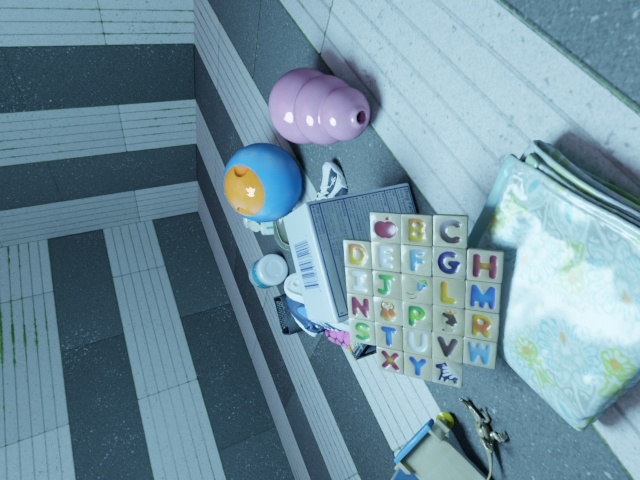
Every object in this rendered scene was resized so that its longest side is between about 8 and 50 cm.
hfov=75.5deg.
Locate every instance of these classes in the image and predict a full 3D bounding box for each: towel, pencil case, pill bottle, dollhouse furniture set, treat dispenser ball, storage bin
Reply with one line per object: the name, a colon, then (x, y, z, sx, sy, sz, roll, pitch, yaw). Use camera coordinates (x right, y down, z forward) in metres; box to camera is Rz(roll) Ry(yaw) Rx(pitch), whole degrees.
towel: (0.369, 0.074, 0.656, 0.321, 0.090, 0.375, 54, 148, 41)
pencil case: (0.090, 0.309, 1.383, 0.209, 0.095, 0.098, -2, 86, 63)
pill bottle: (-0.258, 0.153, 1.979, 0.264, 0.146, 0.146, -27, 78, 66)
dollhouse furniture set: (0.333, 0.615, 1.046, 0.286, 0.198, 0.303, 40, 109, 22)
treat dispenser ball: (-0.210, -0.211, 1.519, 0.288, 0.288, 0.288, 41, 138, 52)
storage bin: (-0.142, 0.334, 1.897, 0.122, 0.084, 0.180, -24, 81, 65)

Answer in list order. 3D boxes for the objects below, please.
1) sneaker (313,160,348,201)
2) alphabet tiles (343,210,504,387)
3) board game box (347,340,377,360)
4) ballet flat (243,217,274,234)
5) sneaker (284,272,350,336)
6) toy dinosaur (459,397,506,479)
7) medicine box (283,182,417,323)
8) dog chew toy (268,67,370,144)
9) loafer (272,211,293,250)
sneaker: (-0.001, -0.118, 1.272, 0.094, 0.153, 0.235, 23, 123, 59)
alphabet tiles: (0.180, 0.114, 0.769, 0.285, 0.011, 0.343, 5, 112, 27)
board game box: (0.169, 0.241, 1.072, 0.048, 0.170, 0.141, 63, 151, 31)
ballet flat: (-0.293, -0.099, 1.941, 0.400, 0.139, 0.139, 23, 123, 61)
sneaker: (0.031, 0.243, 1.327, 0.322, 0.130, 0.236, 22, 146, 28)
toy dinosaur: (0.368, 0.437, 0.913, 0.093, 0.053, 0.183, 98, 159, -69)
medicine box: (0.094, 0.028, 0.978, 0.149, 0.289, 0.264, -21, 84, 64)
dog chew toy: (0.002, -0.349, 1.109, 0.331, 0.206, 0.207, 31, 130, 47)
loafer: (-0.151, -0.075, 1.691, 0.087, 0.094, 0.251, 116, 135, -61)
